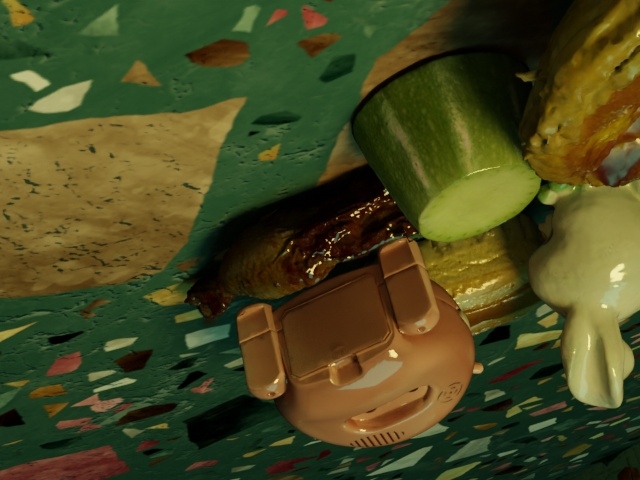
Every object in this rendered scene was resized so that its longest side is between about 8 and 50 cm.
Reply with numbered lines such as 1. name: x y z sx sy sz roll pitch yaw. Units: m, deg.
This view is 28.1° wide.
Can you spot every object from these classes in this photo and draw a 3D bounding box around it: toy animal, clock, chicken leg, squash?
1. toy animal: 0.352 0.011 1.388 0.310 0.247 0.183 -31 176 -5
2. clock: 0.058 0.142 1.368 0.227 0.142 0.241 -24 140 11
3. chicken leg: -0.004 0.001 1.280 0.322 0.083 0.177 -24 176 5
4. squash: 0.123 -0.082 1.130 0.170 0.123 0.170 -16 152 -8

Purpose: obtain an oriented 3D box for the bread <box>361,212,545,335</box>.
1. bread: 0.159 0.054 1.492 0.236 0.106 0.140 -19 157 -1

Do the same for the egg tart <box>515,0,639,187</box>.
1. egg tart: 0.298 -0.165 1.001 0.339 0.153 0.351 -12 154 -18
